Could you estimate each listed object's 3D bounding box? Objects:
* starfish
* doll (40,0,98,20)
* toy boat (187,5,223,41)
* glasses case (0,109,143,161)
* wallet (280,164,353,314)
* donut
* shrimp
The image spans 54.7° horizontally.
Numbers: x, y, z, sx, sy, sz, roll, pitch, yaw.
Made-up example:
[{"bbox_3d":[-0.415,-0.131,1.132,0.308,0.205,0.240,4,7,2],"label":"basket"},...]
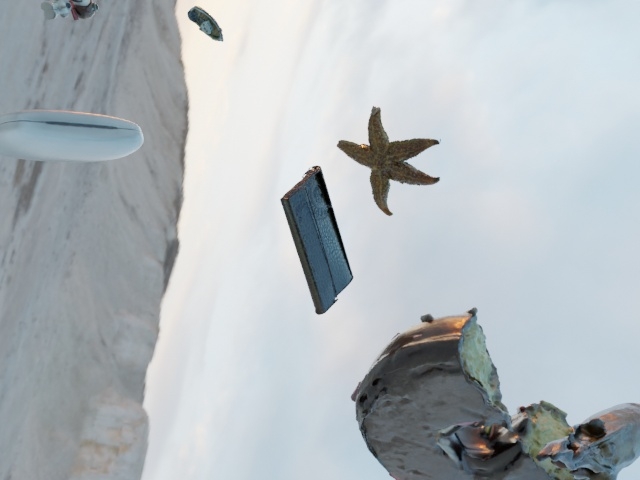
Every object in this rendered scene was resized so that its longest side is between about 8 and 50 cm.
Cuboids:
[{"bbox_3d":[0.143,-0.164,1.316,0.043,0.227,0.241,-40,131,-53],"label":"starfish"},{"bbox_3d":[-0.384,-0.360,0.956,0.040,0.058,0.085,1,-131,30],"label":"doll"},{"bbox_3d":[-0.213,-0.404,1.162,0.038,0.083,0.038,-46,-166,15],"label":"toy boat"},{"bbox_3d":[-0.314,-0.129,0.773,0.076,0.197,0.049,-22,-100,39],"label":"glasses case"},{"bbox_3d":[0.000,0.000,1.127,0.039,0.243,0.133,2,-148,33],"label":"wallet"},{"bbox_3d":[0.195,0.260,0.887,0.259,0.345,0.136,-32,-159,37],"label":"donut"},{"bbox_3d":[0.263,0.216,0.607,0.117,0.262,0.066,-56,-127,27],"label":"shrimp"}]
